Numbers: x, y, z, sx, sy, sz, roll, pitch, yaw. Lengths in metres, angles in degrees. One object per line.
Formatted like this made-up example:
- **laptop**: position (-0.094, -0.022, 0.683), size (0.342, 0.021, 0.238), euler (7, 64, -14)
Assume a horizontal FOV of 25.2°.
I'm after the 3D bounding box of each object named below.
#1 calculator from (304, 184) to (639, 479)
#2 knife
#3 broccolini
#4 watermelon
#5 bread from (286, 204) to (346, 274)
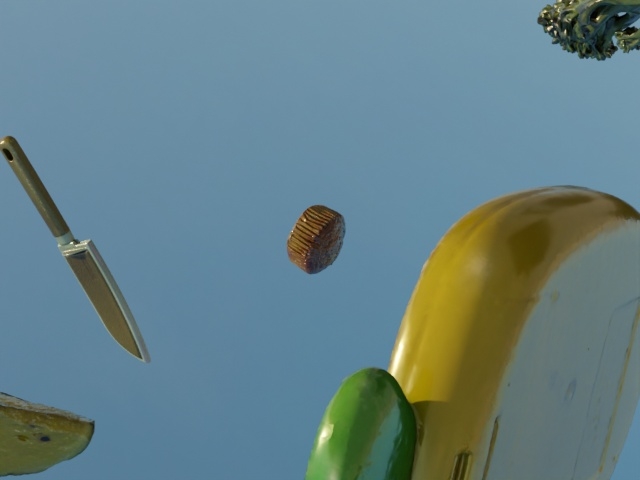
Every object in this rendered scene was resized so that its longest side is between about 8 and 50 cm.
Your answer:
- **calculator**: position (0.060, 0.055, 0.446), size (0.032, 0.146, 0.235), euler (17, -166, 26)
- **knife**: position (-0.306, 0.017, 1.806), size (0.027, 0.061, 0.343), euler (-46, -63, -42)
- **broccolini**: position (0.270, -0.170, 1.099), size (0.074, 0.079, 0.392), euler (42, 180, -15)
- **watermelon**: position (-0.281, 0.152, 1.138), size (0.181, 0.075, 0.092), euler (17, 174, -17)
- **bread**: position (0.000, 0.000, 1.687), size (0.053, 0.085, 0.085), euler (30, -151, 18)
